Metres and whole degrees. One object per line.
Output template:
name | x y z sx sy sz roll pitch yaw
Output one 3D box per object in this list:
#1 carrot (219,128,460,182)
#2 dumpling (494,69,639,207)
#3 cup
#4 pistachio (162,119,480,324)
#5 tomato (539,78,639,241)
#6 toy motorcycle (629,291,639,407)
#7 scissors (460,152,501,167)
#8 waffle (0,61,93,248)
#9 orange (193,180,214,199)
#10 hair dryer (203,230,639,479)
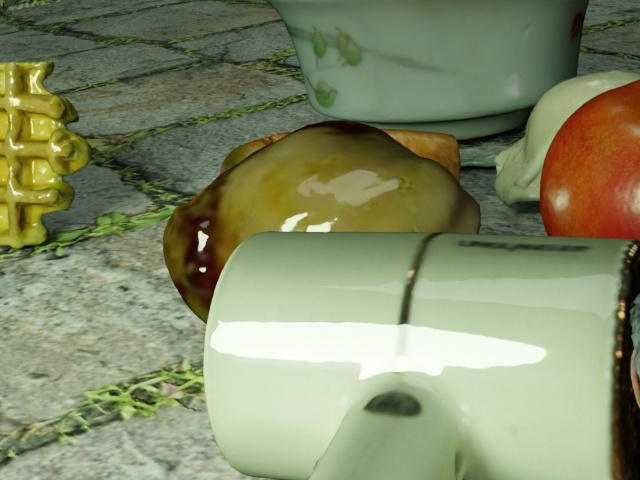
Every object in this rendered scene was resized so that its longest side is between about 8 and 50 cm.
carrot | 0.016 -0.052 1.051 0.193 0.087 0.087 -8 18 -19
dumpling | 0.232 -0.088 1.021 0.181 0.111 0.155 2 31 1
cup | 0.116 -0.192 1.290 0.347 0.163 0.347 -4 15 1
pistachio | 0.000 0.000 0.846 0.210 0.130 0.165 -4 59 6
tomato | 0.234 -0.025 0.806 0.195 0.136 0.195 -5 21 2
toy motorcycle | 0.215 0.057 0.549 0.089 0.171 0.298 -38 -8 37
scissors | 0.152 -0.072 1.168 0.247 0.017 0.144 0 19 23
waffle | -0.291 -0.072 1.095 0.211 0.160 0.055 3 5 18
orange | -0.062 -0.010 0.956 0.085 0.085 0.085 -6 18 2
hair dryer | 0.016 0.113 0.529 0.203 0.128 0.362 2 28 22
